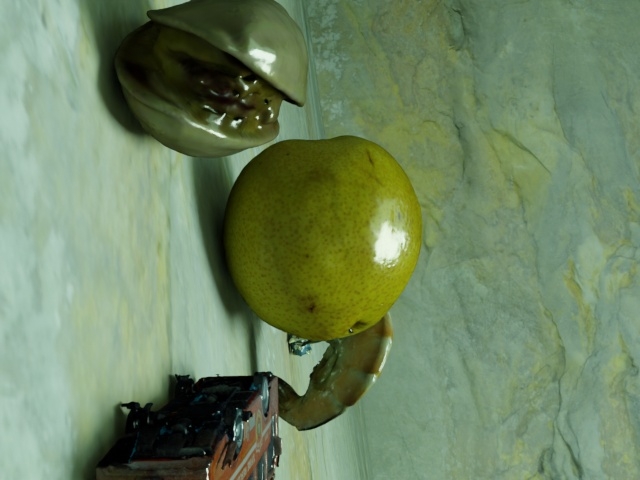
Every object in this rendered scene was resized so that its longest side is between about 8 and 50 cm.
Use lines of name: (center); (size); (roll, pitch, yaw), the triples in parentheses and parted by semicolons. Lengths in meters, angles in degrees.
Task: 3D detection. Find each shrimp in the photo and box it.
shrimp: (-0.022, 0.110, 0.901); (0.058, 0.169, 0.296); (42, -3, -31)

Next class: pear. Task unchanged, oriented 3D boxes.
pear: (0.000, 0.000, 0.772); (0.209, 0.208, 0.209); (-9, 90, -85)

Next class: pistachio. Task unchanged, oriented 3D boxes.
pistachio: (-0.076, -0.125, 0.569); (0.130, 0.131, 0.206); (-58, 179, 12)

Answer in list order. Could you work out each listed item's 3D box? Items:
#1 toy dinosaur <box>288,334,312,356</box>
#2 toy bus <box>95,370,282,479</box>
toy dinosaur: (-0.030, 0.139, 1.135); (0.083, 0.030, 0.047); (-85, 167, -73)
toy bus: (-0.069, 0.135, 0.479); (0.235, 0.073, 0.097); (21, 69, -84)
